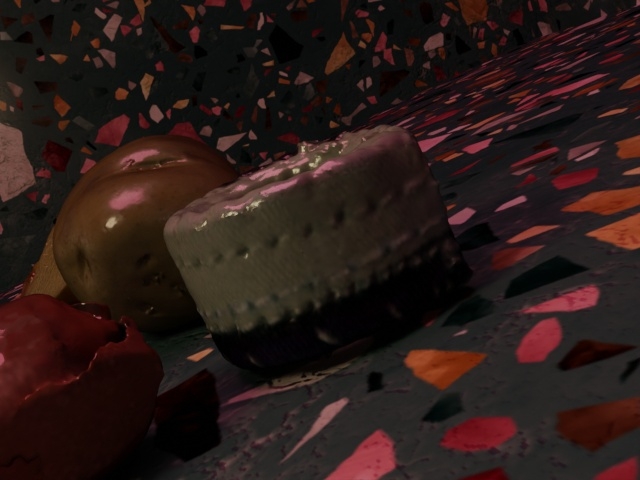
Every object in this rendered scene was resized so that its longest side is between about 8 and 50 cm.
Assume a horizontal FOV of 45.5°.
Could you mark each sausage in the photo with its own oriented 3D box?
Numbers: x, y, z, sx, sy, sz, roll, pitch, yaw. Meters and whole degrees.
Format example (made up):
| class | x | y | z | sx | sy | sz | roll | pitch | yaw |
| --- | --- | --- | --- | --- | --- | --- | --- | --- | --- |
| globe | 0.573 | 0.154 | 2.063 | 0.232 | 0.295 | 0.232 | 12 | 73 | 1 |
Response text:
| class | x | y | z | sx | sy | sz | roll | pitch | yaw |
| --- | --- | --- | --- | --- | --- | --- | --- | --- | --- |
| sausage | -0.236 | 0.135 | 0.499 | 0.280 | 0.152 | 0.152 | -33 | 13 | -39 |

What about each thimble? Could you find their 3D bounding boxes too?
| class | x | y | z | sx | sy | sz | roll | pitch | yaw |
| --- | --- | --- | --- | --- | --- | --- | --- | --- | --- |
| thimble | 0.000 | 0.000 | 0.634 | 0.237 | 0.150 | 0.237 | -23 | 11 | 5 |

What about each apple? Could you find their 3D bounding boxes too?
| class | x | y | z | sx | sy | sz | roll | pitch | yaw |
| --- | --- | --- | --- | --- | --- | --- | --- | --- | --- |
| apple | -0.366 | 0.027 | 1.242 | 0.254 | 0.179 | 0.346 | -17 | 2 | -38 |

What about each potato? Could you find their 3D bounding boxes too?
| class | x | y | z | sx | sy | sz | roll | pitch | yaw |
| --- | --- | --- | --- | --- | --- | --- | --- | --- | --- |
| potato | -0.195 | -0.011 | 0.928 | 0.243 | 0.221 | 0.326 | -37 | 22 | -7 |
